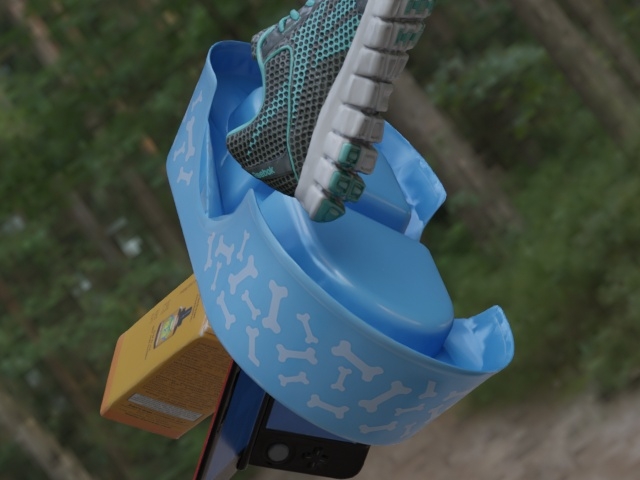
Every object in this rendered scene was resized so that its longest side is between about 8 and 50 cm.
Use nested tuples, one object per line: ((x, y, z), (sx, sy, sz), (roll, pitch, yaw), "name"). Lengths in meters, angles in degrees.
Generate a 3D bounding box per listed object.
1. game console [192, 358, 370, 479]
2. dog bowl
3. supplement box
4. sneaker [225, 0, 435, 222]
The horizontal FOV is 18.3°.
((-0.010, 0.100, 1.198), (0.085, 0.124, 0.144), (-103, 28, -58), "game console")
((0.000, 0.000, 1.095), (0.074, 0.166, 0.297), (-53, 30, 22), "dog bowl")
((-0.097, 0.086, 1.570), (0.233, 0.080, 0.078), (139, 147, -59), "supplement box")
((0.003, -0.096, 0.966), (0.166, 0.076, 0.065), (-68, -18, 4), "sneaker")
